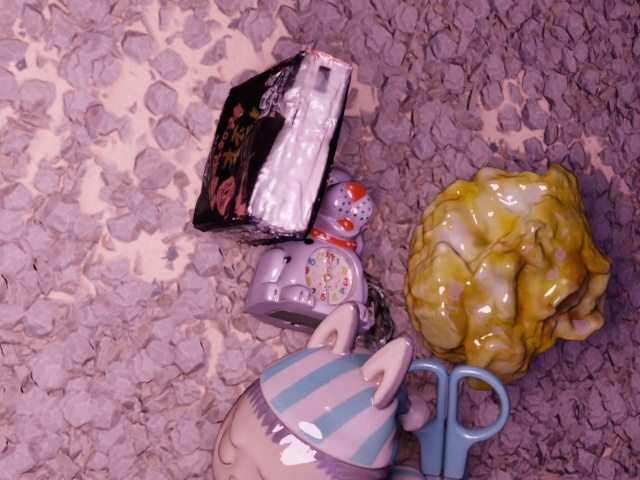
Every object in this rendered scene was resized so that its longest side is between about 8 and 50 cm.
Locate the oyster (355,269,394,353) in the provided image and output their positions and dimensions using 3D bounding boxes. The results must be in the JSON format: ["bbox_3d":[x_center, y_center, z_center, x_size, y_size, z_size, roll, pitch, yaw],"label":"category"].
[{"bbox_3d":[0.050,0.182,1.662,0.199,0.087,0.252,47,59,-26],"label":"oyster"}]

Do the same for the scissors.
[{"bbox_3d":[0.193,0.398,1.689,0.192,0.029,0.447,6,110,14],"label":"scissors"}]

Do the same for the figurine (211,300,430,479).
[{"bbox_3d":[0.057,0.282,1.434,0.361,0.378,0.266,19,41,-15],"label":"figurine"}]

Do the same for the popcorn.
[{"bbox_3d":[0.294,0.058,1.708,0.334,0.294,0.292,-23,143,1],"label":"popcorn"}]

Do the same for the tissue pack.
[{"bbox_3d":[-0.067,-0.118,1.444,0.123,0.332,0.245,19,83,-18],"label":"tissue pack"}]

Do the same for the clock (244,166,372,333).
[{"bbox_3d":[0.001,0.002,1.581,0.189,0.189,0.254,20,74,-27],"label":"clock"}]
